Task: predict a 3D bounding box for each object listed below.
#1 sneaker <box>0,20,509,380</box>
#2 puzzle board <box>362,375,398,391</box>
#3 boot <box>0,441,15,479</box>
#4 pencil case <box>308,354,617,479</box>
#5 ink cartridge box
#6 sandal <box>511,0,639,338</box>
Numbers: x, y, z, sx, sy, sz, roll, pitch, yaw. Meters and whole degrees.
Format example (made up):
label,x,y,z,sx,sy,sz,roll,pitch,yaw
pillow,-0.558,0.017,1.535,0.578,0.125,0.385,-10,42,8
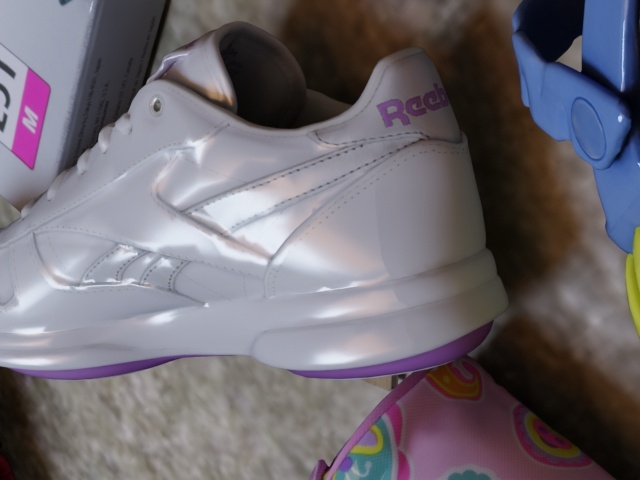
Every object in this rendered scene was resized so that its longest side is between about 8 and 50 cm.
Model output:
label,x,y,z,sx,sy,sz,roll,pitch,yaw
sneaker,-0.063,-0.016,0.633,0.305,0.114,0.152,-4,101,29
puzzle board,0.000,0.000,0.665,0.096,0.011,0.128,21,123,33
boot,-0.326,0.216,0.932,0.284,0.138,0.377,-20,140,16
pencil case,0.118,0.176,0.577,0.284,0.124,0.124,43,133,17
ink cartridge box,-0.173,-0.180,0.689,0.239,0.060,0.275,38,131,19
sandal,0.125,-0.080,0.394,0.138,0.126,0.317,58,160,20
